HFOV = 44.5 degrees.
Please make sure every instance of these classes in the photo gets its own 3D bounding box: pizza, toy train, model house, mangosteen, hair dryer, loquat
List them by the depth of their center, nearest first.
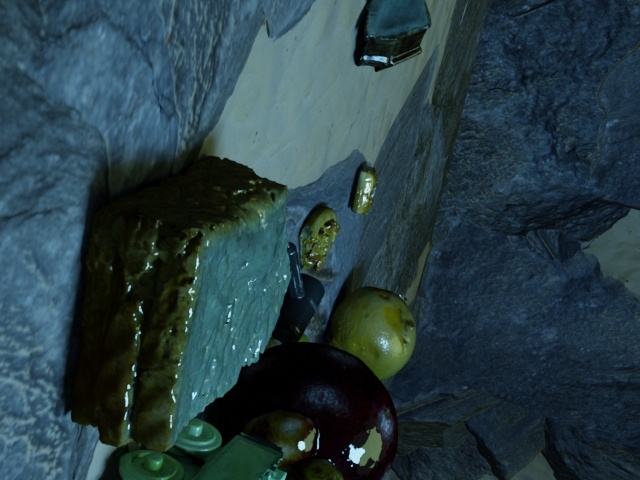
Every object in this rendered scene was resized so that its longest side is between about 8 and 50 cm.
[{"bbox_3d":[-0.169,0.344,1.027,0.271,0.188,0.159,-23,132,-74],"label":"toy train"},{"bbox_3d":[-0.029,0.333,1.284,0.347,0.306,0.307,-69,171,-59],"label":"mangosteen"},{"bbox_3d":[-0.052,0.077,1.401,0.219,0.071,0.124,84,28,-46],"label":"hair dryer"},{"bbox_3d":[0.122,-0.370,1.431,0.165,0.106,0.152,-24,158,-21],"label":"model house"},{"bbox_3d":[0.000,0.000,1.521,0.175,0.046,0.134,-44,150,-62],"label":"pizza"},{"bbox_3d":[0.127,0.241,1.980,0.244,0.243,0.244,19,90,-76],"label":"loquat"}]

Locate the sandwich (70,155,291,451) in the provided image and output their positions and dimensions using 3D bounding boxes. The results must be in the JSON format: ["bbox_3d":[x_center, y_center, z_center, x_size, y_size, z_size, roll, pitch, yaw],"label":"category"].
[{"bbox_3d":[-0.135,0.054,0.889,0.325,0.131,0.262,-41,146,-66],"label":"sandwich"}]

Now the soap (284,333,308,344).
[{"bbox_3d":[-0.064,0.256,1.617,0.089,0.045,0.140,15,93,-79],"label":"soap"}]

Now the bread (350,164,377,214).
[{"bbox_3d":[0.099,-0.110,1.747,0.072,0.053,0.106,-48,148,-66],"label":"bread"}]
